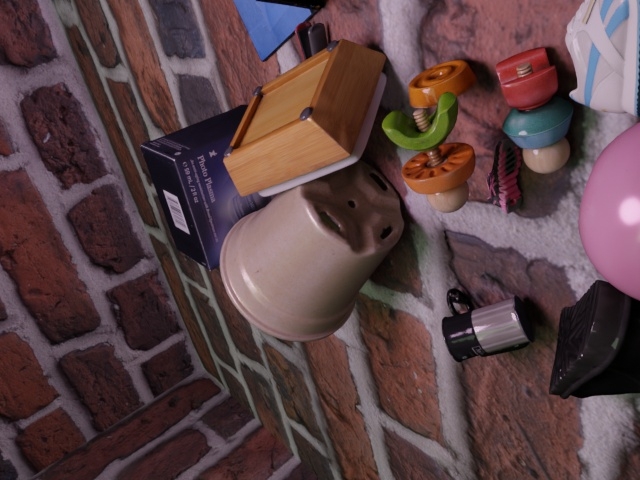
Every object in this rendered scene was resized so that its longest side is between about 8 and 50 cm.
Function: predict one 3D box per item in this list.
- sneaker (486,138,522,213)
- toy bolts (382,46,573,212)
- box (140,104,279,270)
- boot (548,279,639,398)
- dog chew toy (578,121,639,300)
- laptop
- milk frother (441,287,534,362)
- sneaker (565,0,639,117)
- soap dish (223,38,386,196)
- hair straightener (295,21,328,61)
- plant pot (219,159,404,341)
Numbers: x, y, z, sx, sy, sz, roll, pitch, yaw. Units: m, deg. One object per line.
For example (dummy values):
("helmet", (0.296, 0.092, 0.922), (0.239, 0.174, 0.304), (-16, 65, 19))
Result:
("sneaker", (0.274, -0.100, 0.833), (0.057, 0.047, 0.119), (38, 145, 54))
("toy bolts", (0.230, -0.156, 0.761), (0.229, 0.218, 0.158), (-13, 122, 27))
("box", (-0.228, -0.138, 1.327), (0.183, 0.294, 0.296), (24, 136, 44))
("boot", (0.453, 0.171, 0.709), (0.260, 0.131, 0.348), (14, 165, 16))
("dog chew toy", (0.434, -0.008, 0.511), (0.332, 0.207, 0.206), (21, 134, 37))
("laptop", (-0.188, -0.541, 0.966), (0.236, 0.408, 0.381), (-22, 99, 27))
("milk frother", (0.294, 0.132, 0.967), (0.135, 0.129, 0.143), (-23, 64, 28))
("sneaker", (0.315, -0.247, 0.582), (0.092, 0.087, 0.228), (26, 135, 49))
("soap dish", (-0.036, -0.212, 0.964), (0.291, 0.228, 0.118), (-13, 138, 45))
("hair straightener", (0.013, -0.302, 1.049), (0.089, 0.047, 0.230), (26, 137, 46))
("plant pot", (0.000, 0.000, 1.115), (0.333, 0.334, 0.305), (54, 140, 10))
